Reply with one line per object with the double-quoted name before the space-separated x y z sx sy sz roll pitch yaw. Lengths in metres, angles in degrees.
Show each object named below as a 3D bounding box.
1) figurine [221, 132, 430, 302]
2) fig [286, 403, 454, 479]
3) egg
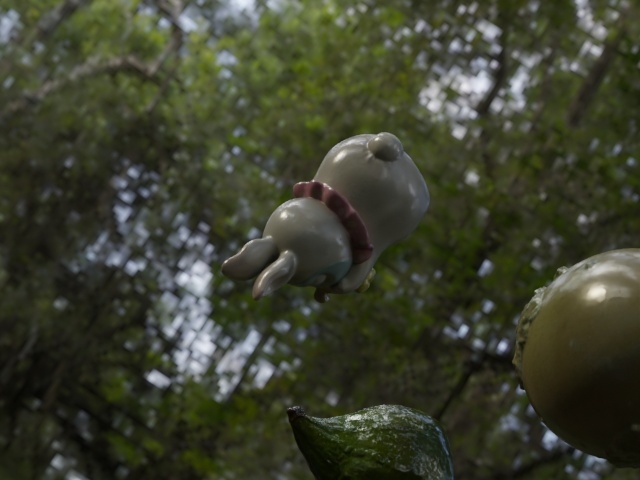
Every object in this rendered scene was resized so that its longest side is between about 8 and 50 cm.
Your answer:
"figurine" 0.000 0.000 1.653 0.127 0.235 0.155 44 -21 12
"fig" 0.046 0.290 1.968 0.235 0.203 0.203 22 -14 -15
"egg" 0.226 0.088 1.149 0.164 0.164 0.201 34 -16 -4
